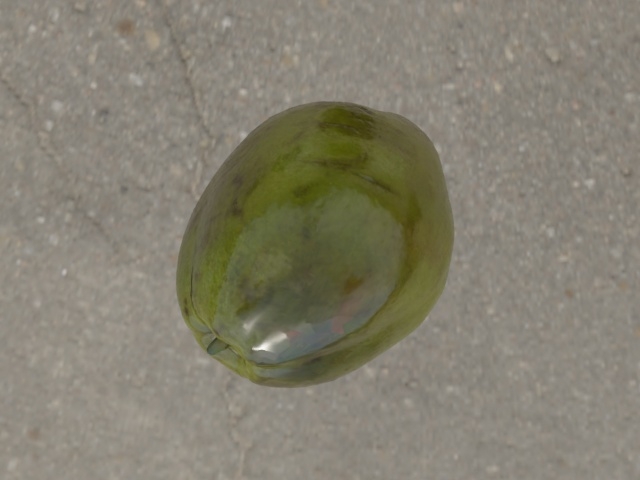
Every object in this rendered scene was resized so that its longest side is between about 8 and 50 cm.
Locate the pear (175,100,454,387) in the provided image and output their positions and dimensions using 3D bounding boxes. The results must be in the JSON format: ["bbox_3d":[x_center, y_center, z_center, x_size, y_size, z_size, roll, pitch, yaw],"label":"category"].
[{"bbox_3d":[0.000,0.000,1.316,0.269,0.321,0.269,32,149,22],"label":"pear"}]
